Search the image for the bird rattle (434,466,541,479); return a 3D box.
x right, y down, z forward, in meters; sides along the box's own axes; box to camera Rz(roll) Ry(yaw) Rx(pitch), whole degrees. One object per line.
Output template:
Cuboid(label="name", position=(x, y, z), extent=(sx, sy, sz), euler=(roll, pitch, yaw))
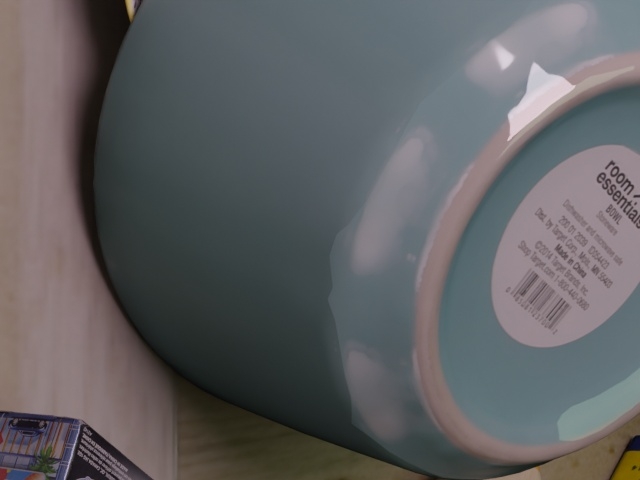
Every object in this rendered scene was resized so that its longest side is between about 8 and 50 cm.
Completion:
Cuboid(label="bird rattle", position=(0.103, 0.251, 0.712), extent=(0.253, 0.143, 0.207), euler=(-17, 91, -38))

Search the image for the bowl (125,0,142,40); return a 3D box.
Cuboid(label="bowl", position=(-0.027, -0.144, 0.525), extent=(0.170, 0.080, 0.170), euler=(-15, 122, -26))

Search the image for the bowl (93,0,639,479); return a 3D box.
Cuboid(label="bowl", position=(0.072, -0.016, 0.498), extent=(0.311, 0.163, 0.312), euler=(-15, 122, -26))

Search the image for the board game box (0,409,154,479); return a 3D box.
Cuboid(label="board game box", position=(-0.102, 0.203, 0.453), extent=(0.194, 0.060, 0.194), euler=(53, 48, -40))

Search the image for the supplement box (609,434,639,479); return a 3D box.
Cuboid(label="supplement box", position=(0.297, 0.343, 0.862), extent=(0.356, 0.194, 0.195), euler=(-43, 121, -44))
